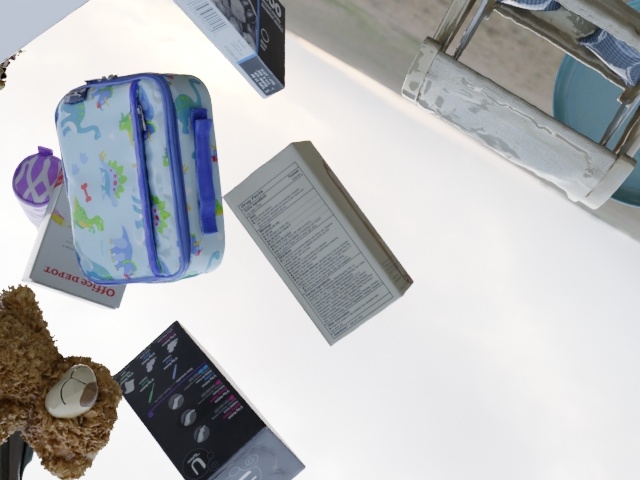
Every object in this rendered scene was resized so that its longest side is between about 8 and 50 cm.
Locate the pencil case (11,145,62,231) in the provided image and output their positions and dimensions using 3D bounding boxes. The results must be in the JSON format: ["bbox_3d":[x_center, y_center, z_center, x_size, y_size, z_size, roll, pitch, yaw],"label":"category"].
[{"bbox_3d":[-0.396,-0.062,1.465,0.086,0.088,0.206,17,164,-2],"label":"pencil case"}]

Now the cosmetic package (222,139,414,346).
[{"bbox_3d":[0.000,0.000,1.592,0.296,0.153,0.129,55,-164,1],"label":"cosmetic package"}]

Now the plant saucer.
[{"bbox_3d":[0.507,-0.207,1.500,0.317,0.318,0.044,30,-175,1],"label":"plant saucer"}]

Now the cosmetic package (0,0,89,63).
[{"bbox_3d":[-0.234,-0.273,0.662,0.230,0.453,0.162,22,-132,-55],"label":"cosmetic package"}]

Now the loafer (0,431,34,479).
[{"bbox_3d":[-0.425,0.321,1.252,0.096,0.268,0.084,-10,154,29],"label":"loafer"}]

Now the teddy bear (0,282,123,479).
[{"bbox_3d":[-0.385,0.141,1.170,0.338,0.113,0.245,41,-156,5],"label":"teddy bear"}]

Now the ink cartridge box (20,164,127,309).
[{"bbox_3d":[-0.312,-0.006,1.338,0.127,0.175,0.072,23,166,-24],"label":"ink cartridge box"}]

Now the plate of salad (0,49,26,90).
[{"bbox_3d":[-0.433,-0.238,1.316,0.048,0.200,0.200,24,-169,-11],"label":"plate of salad"}]

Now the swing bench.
[{"bbox_3d":[0.251,-0.195,1.067,0.253,0.255,0.165,31,-163,6],"label":"swing bench"}]

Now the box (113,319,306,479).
[{"bbox_3d":[-0.174,0.279,1.521,0.270,0.143,0.165,41,170,39],"label":"box"}]

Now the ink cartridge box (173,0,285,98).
[{"bbox_3d":[-0.113,-0.322,1.271,0.206,0.045,0.208,43,-146,-47],"label":"ink cartridge box"}]

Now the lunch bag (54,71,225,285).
[{"bbox_3d":[-0.185,-0.064,1.034,0.176,0.219,0.090,0,-173,35],"label":"lunch bag"}]
